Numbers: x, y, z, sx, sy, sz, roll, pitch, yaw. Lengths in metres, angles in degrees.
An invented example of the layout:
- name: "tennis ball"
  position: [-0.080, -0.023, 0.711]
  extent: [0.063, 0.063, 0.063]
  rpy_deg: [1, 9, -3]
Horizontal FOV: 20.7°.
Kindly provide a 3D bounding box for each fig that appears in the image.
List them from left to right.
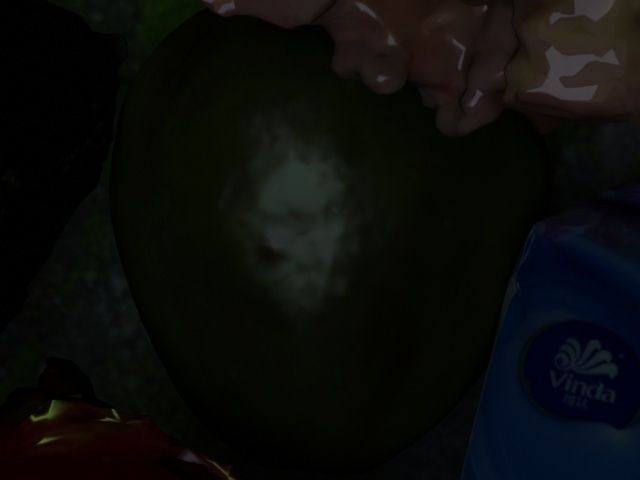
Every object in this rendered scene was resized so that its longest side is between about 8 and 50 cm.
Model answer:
- name: "fig"
  position: [0.000, 0.000, 0.719]
  extent: [0.181, 0.181, 0.191]
  rpy_deg: [0, 82, 7]

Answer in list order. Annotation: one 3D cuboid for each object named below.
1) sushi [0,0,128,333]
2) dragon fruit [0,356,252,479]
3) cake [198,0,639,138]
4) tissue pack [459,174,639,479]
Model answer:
- name: "sushi"
  position: [-0.233, 0.005, 0.717]
  extent: [0.196, 0.182, 0.343]
  rpy_deg: [46, 128, 8]
- name: "dragon fruit"
  position: [-0.087, 0.208, 0.695]
  extent: [0.295, 0.295, 0.302]
  rpy_deg: [20, 94, 2]
- name: "cake"
  position: [0.084, -0.193, 0.600]
  extent: [0.306, 0.314, 0.293]
  rpy_deg: [20, 107, 0]
- name: "tissue pack"
  position: [0.195, 0.114, 0.669]
  extent: [0.263, 0.146, 0.198]
  rpy_deg: [32, 125, 34]
